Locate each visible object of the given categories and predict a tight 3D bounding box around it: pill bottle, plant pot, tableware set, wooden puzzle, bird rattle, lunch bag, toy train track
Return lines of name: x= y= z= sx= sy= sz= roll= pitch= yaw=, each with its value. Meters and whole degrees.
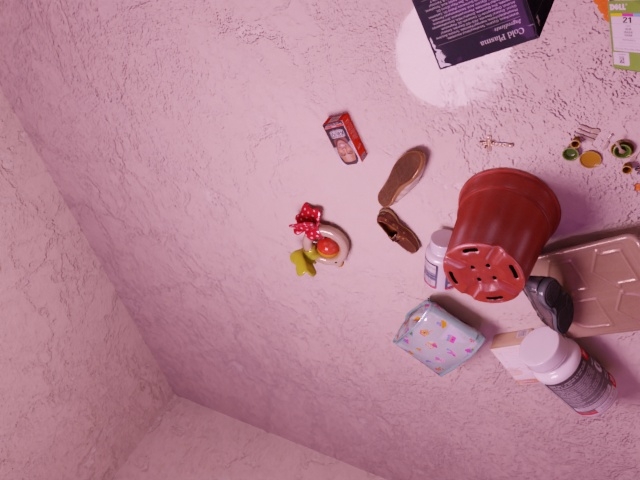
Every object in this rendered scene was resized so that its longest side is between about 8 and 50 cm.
pill bottle: x=0.743 y=0.392 z=1.686 sx=0.283 sy=0.161 sz=0.161 roll=40 pitch=142 yaw=-19
plant pot: x=0.449 y=0.001 z=1.437 sx=0.272 sy=0.265 sz=0.272 roll=20 pitch=139 yaw=18
tableware set: x=0.645 y=-0.198 z=1.288 sx=0.154 sy=0.024 sz=0.104 roll=24 pitch=140 yaw=12
wooden puzzle: x=0.749 y=0.121 z=1.503 sx=0.347 sy=0.080 sz=0.322 roll=-17 pitch=120 yaw=50
bird rattle: x=0.000 y=0.000 z=1.905 sx=0.206 sy=0.143 sz=0.254 roll=14 pitch=125 yaw=7
pill bottle: x=0.367 y=0.058 z=1.679 sx=0.107 sy=0.108 sz=0.180 roll=16 pitch=137 yaw=22
lunch bag: x=0.401 y=0.313 z=1.878 sx=0.223 sy=0.160 sz=0.262 roll=34 pitch=147 yaw=2
toy train track: x=0.438 y=-0.238 z=1.400 sx=0.083 sy=0.014 sz=0.048 roll=9 pitch=135 yaw=27

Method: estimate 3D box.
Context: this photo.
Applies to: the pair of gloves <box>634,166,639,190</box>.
pair of gloves: x=0.759 y=-0.140 z=1.277 sx=0.074 sy=0.010 sz=0.083 roll=4 pitch=133 yaw=32

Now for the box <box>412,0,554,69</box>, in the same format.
box: x=0.272 y=-0.526 z=0.961 sx=0.178 sy=0.343 sz=0.313 roll=-9 pitch=124 yaw=39

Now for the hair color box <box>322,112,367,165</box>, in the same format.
hair color box: x=0.070 y=-0.284 z=1.588 sx=0.072 sy=0.043 sz=0.141 roll=-6 pitch=127 yaw=38

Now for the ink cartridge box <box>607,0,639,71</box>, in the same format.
ink cartridge box: x=0.586 y=-0.435 z=0.929 sx=0.097 sy=0.188 sz=0.255 roll=-122 pitch=10 yaw=-63

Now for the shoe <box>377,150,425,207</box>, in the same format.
shoe: x=0.235 y=-0.177 z=1.581 sx=0.077 sy=0.058 sz=0.219 roll=59 pitch=141 yaw=19

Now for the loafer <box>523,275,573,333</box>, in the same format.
loafer: x=0.611 y=0.164 z=1.508 sx=0.084 sy=0.096 sz=0.267 roll=22 pitch=163 yaw=45

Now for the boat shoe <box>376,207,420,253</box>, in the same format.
boat shoe: x=0.235 y=-0.019 z=1.729 sx=0.178 sy=0.060 sz=0.064 roll=47 pitch=140 yaw=-15

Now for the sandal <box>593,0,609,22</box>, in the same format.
sandal: x=0.585 y=-0.441 z=1.043 sx=0.265 sy=0.076 sz=0.102 roll=53 pitch=165 yaw=-24

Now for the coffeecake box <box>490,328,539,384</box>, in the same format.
coffeecake box: x=0.670 y=0.383 z=1.828 sx=0.142 sy=0.068 sz=0.185 roll=-23 pitch=115 yaw=46
